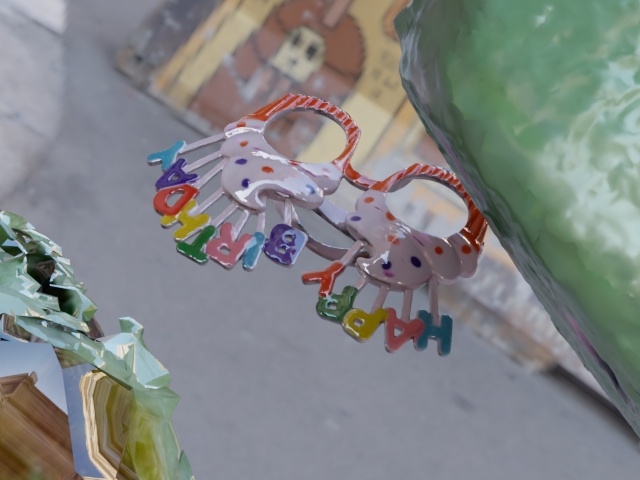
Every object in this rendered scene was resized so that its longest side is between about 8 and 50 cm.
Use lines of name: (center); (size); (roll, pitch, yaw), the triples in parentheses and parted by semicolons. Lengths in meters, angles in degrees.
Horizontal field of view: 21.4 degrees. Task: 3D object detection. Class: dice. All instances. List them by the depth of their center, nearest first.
dice: (0.253, -0.066, 0.975); (0.330, 0.322, 0.318); (58, 3, 22)

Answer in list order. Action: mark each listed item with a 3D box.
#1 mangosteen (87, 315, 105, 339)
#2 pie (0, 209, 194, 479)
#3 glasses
mangosteen: (-0.289, 0.130, 1.182); (0.311, 0.311, 0.311); (30, 16, -10)
pie: (-0.173, 0.101, 0.394); (0.354, 0.288, 0.103); (28, 8, 29)
glasses: (-0.003, -0.001, 1.161); (0.255, 0.095, 0.162); (28, 47, 18)
